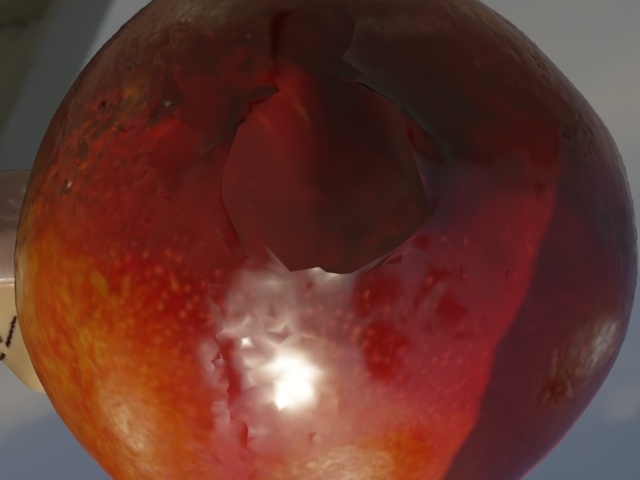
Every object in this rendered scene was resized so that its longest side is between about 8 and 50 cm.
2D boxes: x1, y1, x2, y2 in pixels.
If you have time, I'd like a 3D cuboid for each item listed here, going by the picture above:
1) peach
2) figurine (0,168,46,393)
[{"bbox_3d":[0.000,0.000,1.082,0.388,0.388,0.388,-17,-159,7],"label":"peach"},{"bbox_3d":[-0.173,0.039,1.419,0.288,0.186,0.176,8,147,-24],"label":"figurine"}]
